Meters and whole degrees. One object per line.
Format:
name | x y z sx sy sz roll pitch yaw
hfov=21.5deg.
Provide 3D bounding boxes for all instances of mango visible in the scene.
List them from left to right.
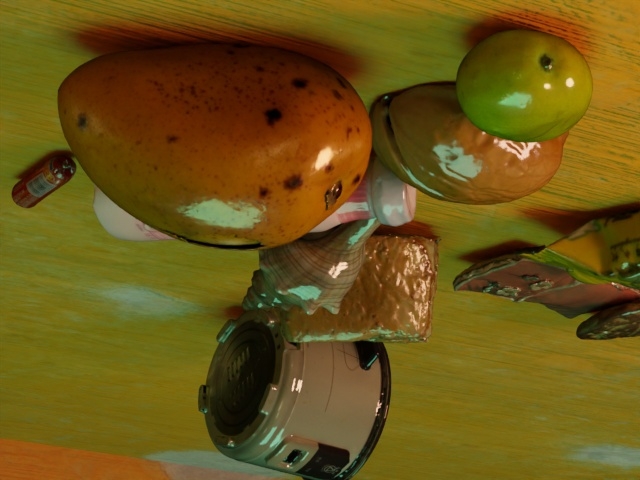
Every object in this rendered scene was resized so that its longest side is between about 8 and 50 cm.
mango | -0.099 -0.088 1.532 0.290 0.191 0.160 11 154 -7
mango | 0.185 -0.136 1.495 0.117 0.089 0.163 -13 169 21

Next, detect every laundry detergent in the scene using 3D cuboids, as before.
laundry detergent | -0.066 -0.049 1.788 0.335 0.088 0.159 -1 165 13

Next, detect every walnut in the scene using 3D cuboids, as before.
walnut | 0.149 -0.081 1.653 0.211 0.087 0.167 11 157 -22

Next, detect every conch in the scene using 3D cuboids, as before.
conch | -0.004 0.001 1.895 0.137 0.234 0.114 40 -172 16

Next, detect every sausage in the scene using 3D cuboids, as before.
sausage | -0.304 -0.068 1.860 0.034 0.034 0.129 13 159 -27

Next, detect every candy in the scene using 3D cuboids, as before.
candy | 0.387 0.009 1.894 0.297 0.081 0.187 -10 159 36

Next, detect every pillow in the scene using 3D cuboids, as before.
pillow | 0.286 0.056 2.118 0.232 0.043 0.126 16 158 -36

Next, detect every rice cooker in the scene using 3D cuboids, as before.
rice cooker | -0.025 0.218 2.357 0.227 0.241 0.280 19 127 -31

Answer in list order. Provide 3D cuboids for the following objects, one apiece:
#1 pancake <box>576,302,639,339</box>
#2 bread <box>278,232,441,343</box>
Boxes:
pancake | 0.459 0.107 2.217 0.250 0.031 0.250 -4 168 -1
bread | 0.045 0.056 2.001 0.196 0.138 0.102 3 -173 -1
